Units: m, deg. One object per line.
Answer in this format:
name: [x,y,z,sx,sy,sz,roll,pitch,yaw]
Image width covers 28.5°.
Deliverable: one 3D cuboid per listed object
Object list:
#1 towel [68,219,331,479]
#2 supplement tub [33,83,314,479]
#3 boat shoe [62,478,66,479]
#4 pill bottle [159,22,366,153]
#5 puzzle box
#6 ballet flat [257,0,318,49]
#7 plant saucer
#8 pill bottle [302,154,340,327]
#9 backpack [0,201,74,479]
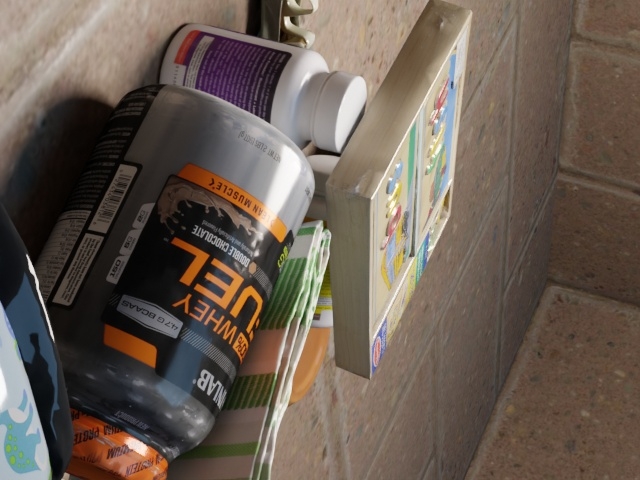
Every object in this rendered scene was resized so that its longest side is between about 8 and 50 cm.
towel: [-0.120,0.135,1.226,0.038,0.248,0.325,45,49,-43]
supplement tub: [-0.155,0.047,1.139,0.207,0.207,0.338,65,44,-63]
boat shoe: [-0.243,0.293,1.294,0.228,0.076,0.080,26,81,-71]
pill bottle: [-0.056,-0.149,1.277,0.108,0.193,0.108,16,90,-71]
puzzle box: [0.089,-0.044,1.444,0.409,0.052,0.272,86,29,-59]
ballet flat: [-0.038,-0.252,1.443,0.072,0.068,0.213,-50,150,-50]
plant saucer: [-0.031,0.158,1.849,0.200,0.037,0.200,17,90,-71]
pill bottle: [0.000,0.000,1.680,0.117,0.117,0.215,-35,138,-62]
backpack: [-0.307,0.123,0.736,0.355,0.273,0.290,-27,113,-44]
